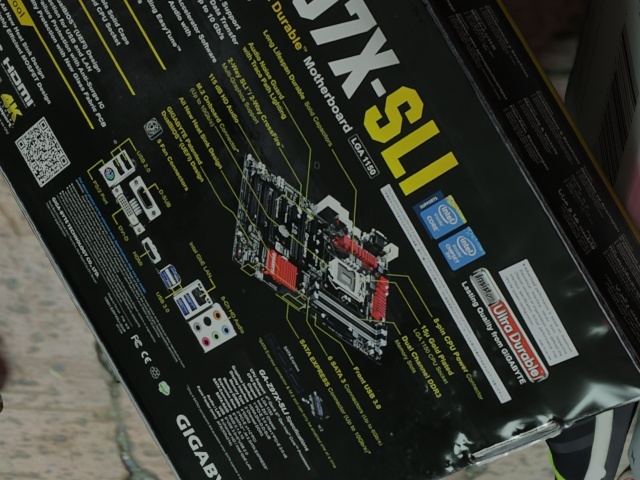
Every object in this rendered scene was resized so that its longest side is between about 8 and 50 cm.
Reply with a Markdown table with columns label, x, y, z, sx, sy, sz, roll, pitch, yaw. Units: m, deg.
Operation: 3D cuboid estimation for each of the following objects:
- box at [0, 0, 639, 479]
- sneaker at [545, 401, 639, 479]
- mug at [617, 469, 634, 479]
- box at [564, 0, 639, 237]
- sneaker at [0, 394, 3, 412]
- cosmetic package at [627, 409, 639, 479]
| label | x | y | z | sx | sy | sz | roll | pitch | yaw |
| --- | --- | --- | --- | --- | --- | --- | --- | --- | --- |
| box | -0.021 | -0.034 | 0.558 | 0.257 | 0.079 | 0.322 | -32 | 88 | 34 |
| sneaker | 0.174 | 0.096 | 0.832 | 0.097 | 0.084 | 0.234 | 17 | 136 | 17 |
| mug | 0.312 | 0.255 | 0.948 | 0.169 | 0.113 | 0.150 | 13 | 133 | -5 |
| box | 0.194 | -0.080 | 0.564 | 0.119 | 0.182 | 0.181 | 4 | 135 | 2 |
| sneaker | -0.326 | 0.051 | 0.798 | 0.099 | 0.153 | 0.282 | -23 | 160 | 21 |
| cosmetic package | 0.342 | 0.126 | 0.785 | 0.225 | 0.138 | 0.224 | -1 | 135 | 0 |
